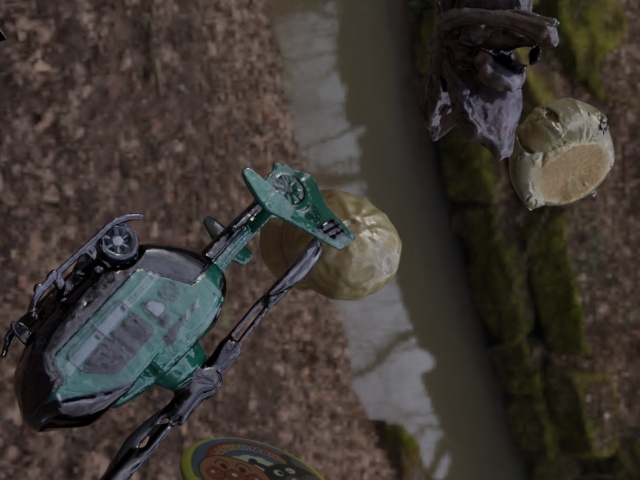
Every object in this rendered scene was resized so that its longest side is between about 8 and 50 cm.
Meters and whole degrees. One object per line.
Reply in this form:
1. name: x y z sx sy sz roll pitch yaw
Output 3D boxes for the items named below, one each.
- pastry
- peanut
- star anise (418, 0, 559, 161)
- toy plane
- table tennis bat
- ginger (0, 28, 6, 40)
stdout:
1. pastry: 0.331 -0.117 1.575 0.166 0.165 0.088 59 3 -41
2. peanut: 0.000 0.000 1.283 0.123 0.256 0.124 -2 96 -23
3. star anise: 0.141 -0.176 1.000 0.231 0.089 0.209 114 -29 -69
4. toy plane: -0.117 0.049 0.902 0.155 0.106 0.382 44 51 -3
5. table tennis bat: -0.052 0.357 1.473 0.224 0.368 0.054 12 108 -31
6. ginger: -0.489 -0.127 1.266 0.254 0.418 0.176 21 58 -17
